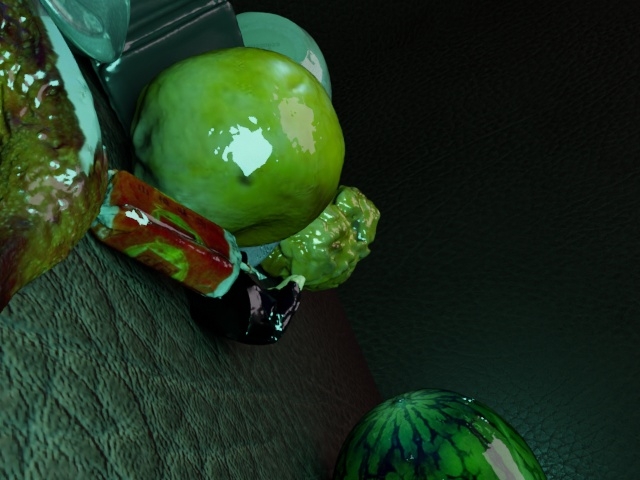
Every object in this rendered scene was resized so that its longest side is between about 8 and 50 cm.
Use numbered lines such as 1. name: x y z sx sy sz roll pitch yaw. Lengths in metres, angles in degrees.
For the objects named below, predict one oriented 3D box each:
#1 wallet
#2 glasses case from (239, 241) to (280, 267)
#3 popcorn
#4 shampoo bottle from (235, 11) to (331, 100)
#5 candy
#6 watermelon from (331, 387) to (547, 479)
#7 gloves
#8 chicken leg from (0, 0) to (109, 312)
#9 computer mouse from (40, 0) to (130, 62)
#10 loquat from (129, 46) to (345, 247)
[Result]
1. wallet: -0.220 -0.301 0.727 0.041 0.247 0.322 15 -43 41
2. glasses case: -0.096 -0.058 1.058 0.282 0.067 0.109 -51 138 -40
3. popcorn: 0.000 0.000 1.262 0.225 0.332 0.264 36 -33 42
4. shampoo bottle: -0.134 -0.306 1.144 0.322 0.323 0.317 65 -17 8
5. candy: -0.159 -0.005 0.546 0.292 0.059 0.086 34 20 -41
6. watermelon: 0.180 0.405 0.797 0.363 0.364 0.362 -26 90 -86
7. gloves: -0.090 0.078 0.733 0.164 0.124 0.203 46 4 24
8. chicken leg: -0.207 -0.060 0.352 0.158 0.096 0.406 50 17 -53
9. computer mouse: -0.321 -0.332 0.496 0.167 0.090 0.379 -85 154 -44
10. loquat: -0.112 -0.123 0.698 0.284 0.276 0.275 -3 61 -43
